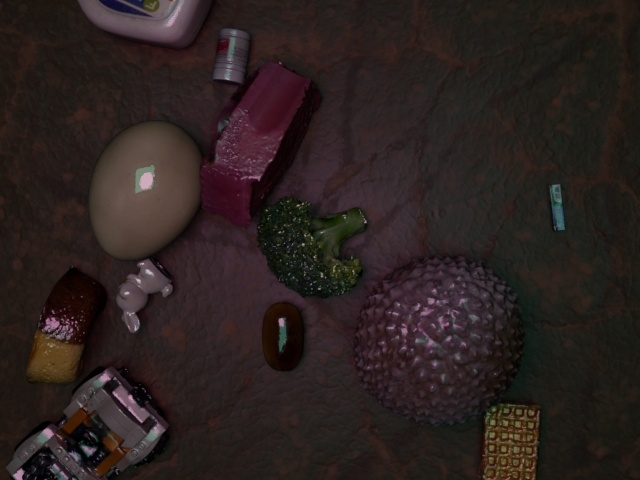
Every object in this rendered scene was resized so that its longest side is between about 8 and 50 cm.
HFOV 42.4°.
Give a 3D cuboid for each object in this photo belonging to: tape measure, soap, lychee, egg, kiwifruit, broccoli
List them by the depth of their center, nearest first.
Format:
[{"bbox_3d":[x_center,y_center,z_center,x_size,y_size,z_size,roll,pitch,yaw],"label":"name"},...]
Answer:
[{"bbox_3d":[0.194,0.165,1.355,0.300,0.300,0.300,0,90,2],"label":"lychee"},{"bbox_3d":[-0.097,-0.183,1.403,0.112,0.182,0.289,25,53,5],"label":"soap"},{"bbox_3d":[-0.300,-0.083,1.414,0.188,0.188,0.253,28,95,2],"label":"egg"},{"bbox_3d":[0.000,0.000,1.429,0.194,0.194,0.219,-41,65,2],"label":"broccoli"},{"bbox_3d":[-0.306,-0.479,1.447,0.258,0.130,0.265,25,97,5],"label":"tape measure"},{"bbox_3d":[-0.066,0.170,1.464,0.075,0.075,0.124,-3,94,2],"label":"kiwifruit"}]

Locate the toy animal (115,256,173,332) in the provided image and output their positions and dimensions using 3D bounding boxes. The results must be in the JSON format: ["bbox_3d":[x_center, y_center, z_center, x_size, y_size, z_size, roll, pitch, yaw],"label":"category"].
[{"bbox_3d":[-0.324,0.092,1.476,0.124,0.071,0.085,-44,107,-6],"label":"toy animal"}]

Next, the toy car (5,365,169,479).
[{"bbox_3d":[-0.414,0.372,1.460,0.301,0.118,0.193,-43,91,3],"label":"toy car"}]

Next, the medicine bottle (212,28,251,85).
[{"bbox_3d":[-0.158,-0.326,1.471,0.058,0.058,0.091,8,90,2],"label":"medicine bottle"}]

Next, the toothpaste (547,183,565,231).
[{"bbox_3d":[0.420,-0.058,1.469,0.020,0.017,0.083,-6,90,3],"label":"toothpaste"}]

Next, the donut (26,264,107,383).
[{"bbox_3d":[-0.448,0.167,1.457,0.085,0.141,0.217,18,95,-5],"label":"donut"}]

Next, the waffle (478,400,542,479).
[{"bbox_3d":[0.334,0.357,1.461,0.102,0.042,0.148,4,90,4],"label":"waffle"}]
